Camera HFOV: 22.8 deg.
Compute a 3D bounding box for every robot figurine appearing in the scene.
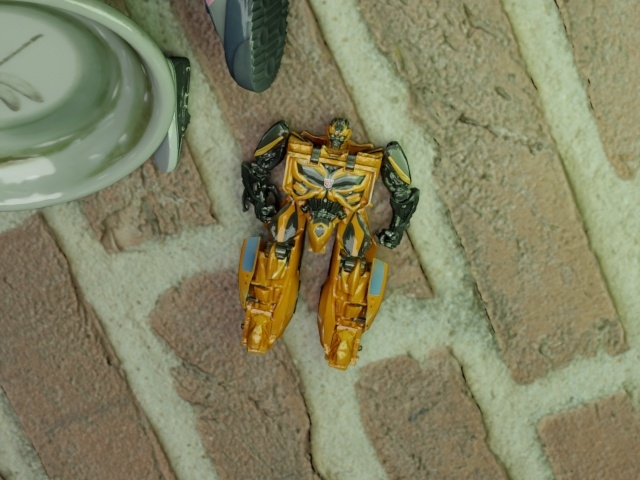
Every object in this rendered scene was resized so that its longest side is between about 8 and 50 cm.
[{"bbox_3d":[0.000,0.000,1.853,0.211,0.085,0.291,10,111,1],"label":"robot figurine"}]

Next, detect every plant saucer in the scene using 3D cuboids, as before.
[{"bbox_3d":[-0.363,-0.179,1.752,0.400,0.100,0.400,-6,149,-4],"label":"plant saucer"}]

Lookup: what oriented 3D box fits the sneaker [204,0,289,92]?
[{"bbox_3d":[-0.112,-0.321,1.744,0.131,0.112,0.319,2,106,21],"label":"sneaker"}]

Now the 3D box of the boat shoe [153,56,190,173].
[{"bbox_3d":[-0.170,-0.146,1.837,0.040,0.049,0.142,-14,120,-30],"label":"boat shoe"}]
